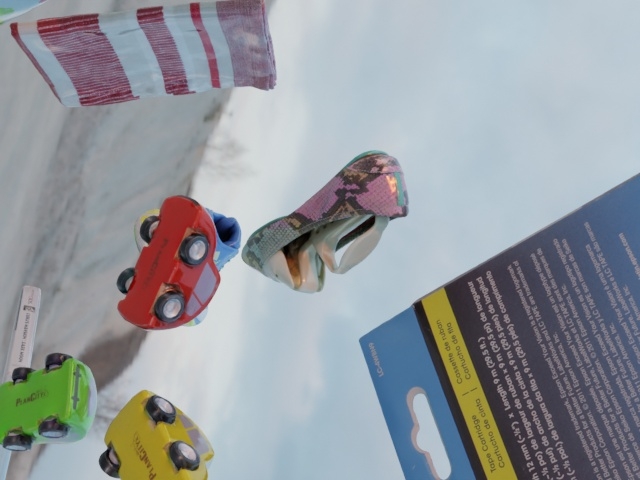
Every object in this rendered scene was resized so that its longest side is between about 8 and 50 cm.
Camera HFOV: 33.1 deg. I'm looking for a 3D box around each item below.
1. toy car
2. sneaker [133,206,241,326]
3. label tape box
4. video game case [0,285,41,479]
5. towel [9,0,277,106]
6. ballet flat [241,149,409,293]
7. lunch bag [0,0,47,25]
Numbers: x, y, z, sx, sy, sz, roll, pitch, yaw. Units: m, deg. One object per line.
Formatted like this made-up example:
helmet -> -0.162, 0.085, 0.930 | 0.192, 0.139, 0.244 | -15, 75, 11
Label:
toy car -> -0.152, 0.105, 0.777 | 0.225, 0.053, 0.239 | -21, -123, 35
sneaker -> -0.153, 0.035, 1.407 | 0.240, 0.126, 0.091 | 72, 5, -60
label tape box -> 0.230, 0.124, 0.960 | 0.347, 0.115, 0.249 | -33, -122, 25
video game case -> -0.299, 0.164, 1.027 | 0.173, 0.022, 0.190 | -113, -142, -64
towel -> -0.228, -0.252, 1.476 | 0.237, 0.328, 0.037 | 81, 4, -74
ballet flat -> 0.000, 0.000, 0.974 | 0.221, 0.076, 0.079 | -35, -120, 43
lunch bag -> -0.246, -0.258, 0.732 | 0.176, 0.090, 0.219 | -13, -92, 34
